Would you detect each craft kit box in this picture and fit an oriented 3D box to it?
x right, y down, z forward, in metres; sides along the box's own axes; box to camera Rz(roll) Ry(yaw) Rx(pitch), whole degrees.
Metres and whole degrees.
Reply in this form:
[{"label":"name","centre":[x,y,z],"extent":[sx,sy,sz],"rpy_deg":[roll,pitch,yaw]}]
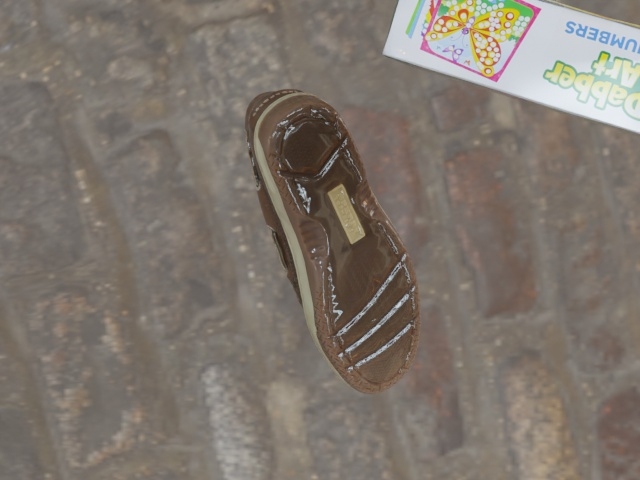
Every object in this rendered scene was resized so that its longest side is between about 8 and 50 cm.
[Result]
[{"label":"craft kit box","centre":[0.185,-0.082,0.780],"extent":[0.250,0.247,0.061],"rpy_deg":[-7,112,-71]}]

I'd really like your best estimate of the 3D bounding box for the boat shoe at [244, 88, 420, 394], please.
[{"label":"boat shoe","centre":[0.007,-0.003,1.092],"extent":[0.095,0.095,0.257],"rpy_deg":[-25,117,-18]}]
